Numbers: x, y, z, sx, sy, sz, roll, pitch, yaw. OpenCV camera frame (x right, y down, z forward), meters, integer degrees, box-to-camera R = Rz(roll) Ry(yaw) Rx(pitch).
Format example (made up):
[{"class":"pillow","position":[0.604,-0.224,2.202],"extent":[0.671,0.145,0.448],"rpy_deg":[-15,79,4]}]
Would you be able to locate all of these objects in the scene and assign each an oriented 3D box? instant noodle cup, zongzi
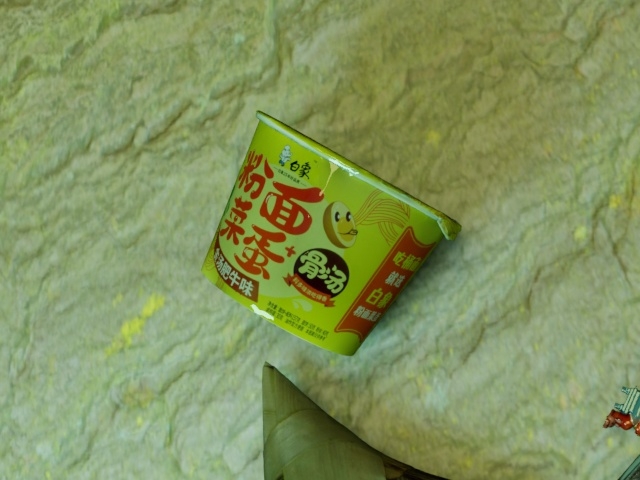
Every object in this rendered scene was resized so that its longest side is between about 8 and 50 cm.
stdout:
[{"class":"instant noodle cup","position":[0.000,0.000,1.640],"extent":[0.311,0.311,0.222],"rpy_deg":[31,95,26]},{"class":"zongzi","position":[0.062,0.276,1.598],"extent":[0.289,0.154,0.318],"rpy_deg":[-10,64,9]}]

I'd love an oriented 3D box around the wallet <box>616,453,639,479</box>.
[{"class":"wallet","position":[0.472,0.368,1.438],"extent":[0.318,0.045,0.172],"rpy_deg":[40,99,15]}]

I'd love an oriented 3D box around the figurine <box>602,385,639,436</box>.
[{"class":"figurine","position":[0.417,0.228,1.522],"extent":[0.140,0.068,0.075],"rpy_deg":[28,84,19]}]
